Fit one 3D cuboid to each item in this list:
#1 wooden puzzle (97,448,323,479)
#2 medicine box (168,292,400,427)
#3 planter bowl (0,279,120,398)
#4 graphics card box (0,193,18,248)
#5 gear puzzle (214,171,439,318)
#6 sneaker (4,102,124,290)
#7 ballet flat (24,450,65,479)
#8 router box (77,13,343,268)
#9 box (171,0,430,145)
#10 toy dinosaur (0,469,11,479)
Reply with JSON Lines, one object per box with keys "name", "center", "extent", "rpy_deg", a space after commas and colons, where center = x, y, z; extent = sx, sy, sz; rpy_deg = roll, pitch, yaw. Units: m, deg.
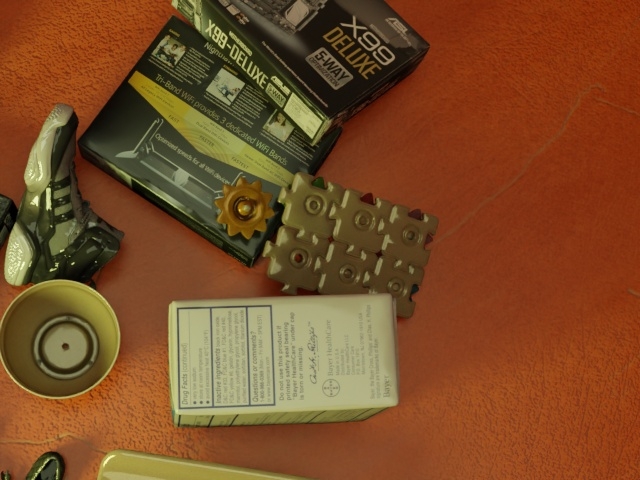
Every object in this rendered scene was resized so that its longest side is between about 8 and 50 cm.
{"name": "wooden puzzle", "center": [-0.157, 0.470, 1.563], "extent": [0.322, 0.080, 0.348], "rpy_deg": [10, 66, -5]}
{"name": "medicine box", "center": [-0.059, 0.167, 1.609], "extent": [0.289, 0.263, 0.149], "rpy_deg": [-1, 77, -8]}
{"name": "planter bowl", "center": [-0.356, 0.143, 1.657], "extent": [0.162, 0.109, 0.162], "rpy_deg": [1, 78, -6]}
{"name": "graphics card box", "center": [-0.606, 0.063, 1.652], "extent": [0.233, 0.094, 0.371], "rpy_deg": [24, 77, -1]}
{"name": "gear puzzle", "center": [0.000, 0.000, 1.714], "extent": [0.339, 0.044, 0.175], "rpy_deg": [17, 86, -21]}
{"name": "sneaker", "center": [-0.345, -0.052, 1.686], "extent": [0.153, 0.101, 0.268], "rpy_deg": [15, 101, -11]}
{"name": "ballet flat", "center": [-0.401, 0.369, 1.633], "extent": [0.057, 0.049, 0.173], "rpy_deg": [21, 76, -1]}
{"name": "router box", "center": [-0.161, -0.145, 1.757], "extent": [0.309, 0.081, 0.243], "rpy_deg": [34, 76, 1]}
{"name": "box", "center": [-0.027, -0.317, 1.765], "extent": [0.307, 0.076, 0.242], "rpy_deg": [46, 56, 9]}
{"name": "toy dinosaur", "center": [-0.488, 0.322, 1.620], "extent": [0.118, 0.064, 0.268], "rpy_deg": [-30, 106, -33]}
